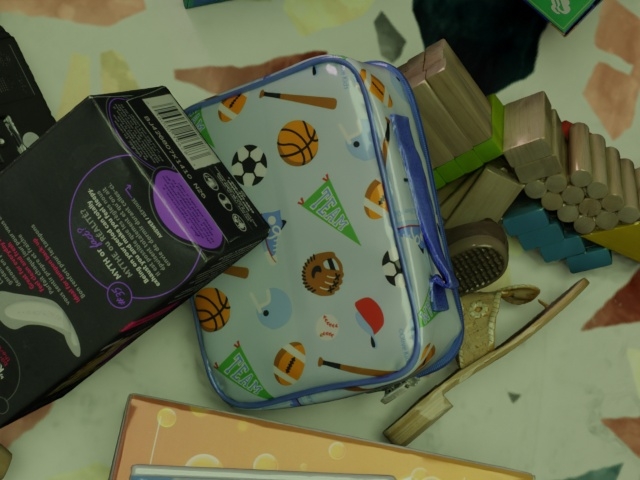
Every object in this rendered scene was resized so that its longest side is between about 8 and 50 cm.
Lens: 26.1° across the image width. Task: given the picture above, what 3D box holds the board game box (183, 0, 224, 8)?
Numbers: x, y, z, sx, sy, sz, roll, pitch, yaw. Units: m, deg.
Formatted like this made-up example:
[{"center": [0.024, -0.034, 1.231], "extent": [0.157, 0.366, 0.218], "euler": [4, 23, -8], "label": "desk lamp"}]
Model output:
[{"center": [-0.025, -0.280, 1.279], "extent": [0.210, 0.160, 0.047], "euler": [-13, 82, -11], "label": "board game box"}]

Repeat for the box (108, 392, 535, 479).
[{"center": [-0.018, 0.270, 1.181], "extent": [0.345, 0.168, 0.215], "euler": [12, 79, -6], "label": "box"}]

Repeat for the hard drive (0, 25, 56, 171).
[{"center": [-0.403, -0.114, 1.166], "extent": [0.339, 0.064, 0.236], "euler": [-23, 82, -43], "label": "hard drive"}]

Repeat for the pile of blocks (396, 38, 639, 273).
[{"center": [0.201, -0.069, 1.318], "extent": [0.362, 0.149, 0.112], "euler": [28, 36, -12], "label": "pile of blocks"}]

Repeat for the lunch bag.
[{"center": [0.000, 0.000, 1.206], "extent": [0.243, 0.115, 0.303], "euler": [-16, 84, 28], "label": "lunch bag"}]

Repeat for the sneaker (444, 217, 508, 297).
[{"center": [0.087, 0.031, 1.287], "extent": [0.188, 0.071, 0.066], "euler": [-16, 116, 16], "label": "sneaker"}]

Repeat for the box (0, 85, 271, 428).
[{"center": [-0.206, 0.016, 1.153], "extent": [0.270, 0.143, 0.165], "euler": [-37, 87, 20], "label": "box"}]

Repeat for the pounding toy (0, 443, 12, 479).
[{"center": [-0.388, 0.256, 1.136], "extent": [0.154, 0.155, 0.269], "euler": [31, 78, -7], "label": "pounding toy"}]

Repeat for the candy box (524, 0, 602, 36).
[{"center": [0.203, -0.396, 1.316], "extent": [0.317, 0.122, 0.268], "euler": [40, 57, 1], "label": "candy box"}]

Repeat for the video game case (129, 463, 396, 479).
[{"center": [-0.048, 0.276, 1.077], "extent": [0.213, 0.023, 0.193], "euler": [4, 80, -8], "label": "video game case"}]

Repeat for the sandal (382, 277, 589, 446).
[{"center": [0.137, 0.087, 1.279], "extent": [0.240, 0.088, 0.079], "euler": [-41, 84, -6], "label": "sandal"}]
